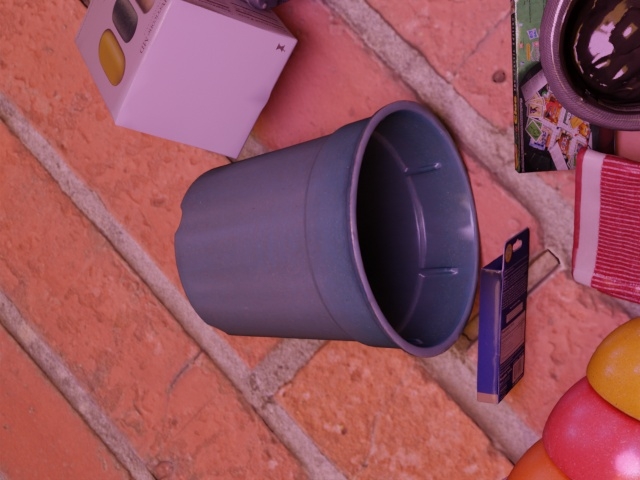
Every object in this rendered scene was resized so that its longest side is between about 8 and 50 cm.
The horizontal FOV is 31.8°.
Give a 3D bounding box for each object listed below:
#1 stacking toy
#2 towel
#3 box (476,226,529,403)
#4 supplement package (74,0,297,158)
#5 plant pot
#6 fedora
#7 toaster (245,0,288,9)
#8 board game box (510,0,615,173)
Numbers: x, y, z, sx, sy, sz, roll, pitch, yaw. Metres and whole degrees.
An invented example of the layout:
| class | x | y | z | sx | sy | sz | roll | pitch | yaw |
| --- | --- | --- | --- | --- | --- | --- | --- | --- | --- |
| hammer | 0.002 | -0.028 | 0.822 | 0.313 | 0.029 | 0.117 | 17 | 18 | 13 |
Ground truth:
| class | x | y | z | sx | sy | sz | roll | pitch | yaw |
| --- | --- | --- | --- | --- | --- | --- | --- | --- | --- |
| stacking toy | 0.417 | 0.211 | 1.376 | 0.350 | 0.350 | 0.480 | 19 | 111 | 21 |
| towel | 0.472 | 0.018 | 1.417 | 0.329 | 0.037 | 0.237 | 20 | 142 | 27 |
| box | 0.255 | 0.099 | 1.562 | 0.036 | 0.136 | 0.225 | 7 | 103 | 24 |
| supplement package | -0.199 | -0.284 | 1.599 | 0.199 | 0.198 | 0.263 | -60 | 37 | 22 |
| plant pot | 0.000 | 0.000 | 1.575 | 0.334 | 0.341 | 0.341 | -7 | 98 | 35 |
| fedora | 0.402 | -0.270 | 1.390 | 0.243 | 0.124 | 0.275 | 32 | 112 | 2 |
| toaster | -0.059 | -0.426 | 1.573 | 0.146 | 0.227 | 0.129 | 41 | 143 | 26 |
| board game box | 0.321 | -0.223 | 1.486 | 0.136 | 0.030 | 0.260 | -3 | 103 | 0 |
